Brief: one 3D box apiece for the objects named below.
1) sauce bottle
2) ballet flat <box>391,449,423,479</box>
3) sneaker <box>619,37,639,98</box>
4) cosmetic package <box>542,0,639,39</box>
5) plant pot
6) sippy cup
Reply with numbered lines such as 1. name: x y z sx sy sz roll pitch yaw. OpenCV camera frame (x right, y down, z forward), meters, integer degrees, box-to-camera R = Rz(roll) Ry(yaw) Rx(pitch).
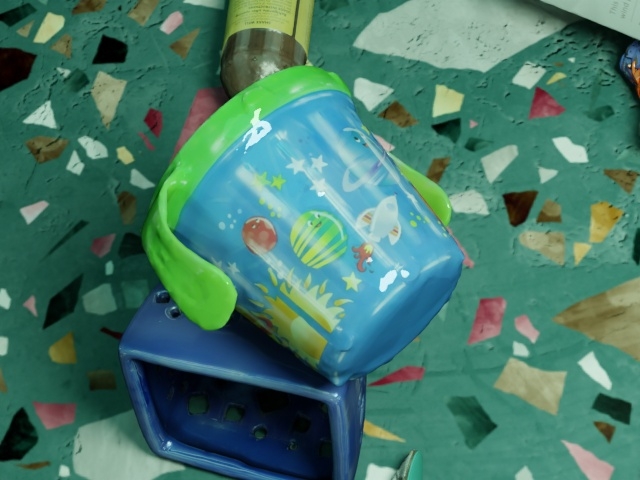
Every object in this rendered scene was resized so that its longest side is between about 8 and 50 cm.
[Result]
1. sauce bottle: -0.070 -0.245 1.602 0.111 0.111 0.344 3 60 9
2. ballet flat: 0.084 0.273 1.335 0.041 0.041 0.114 1 60 8
3. sneaker: 0.404 -0.197 1.543 0.087 0.083 0.221 3 52 17
4. cosmetic package: 0.440 -0.479 1.501 0.327 0.329 0.394 26 53 20
5. plant pot: -0.054 0.111 1.338 0.236 0.236 0.212 12 56 12
6. sippy cup: 0.000 0.000 1.153 0.305 0.240 0.224 -38 69 -17
